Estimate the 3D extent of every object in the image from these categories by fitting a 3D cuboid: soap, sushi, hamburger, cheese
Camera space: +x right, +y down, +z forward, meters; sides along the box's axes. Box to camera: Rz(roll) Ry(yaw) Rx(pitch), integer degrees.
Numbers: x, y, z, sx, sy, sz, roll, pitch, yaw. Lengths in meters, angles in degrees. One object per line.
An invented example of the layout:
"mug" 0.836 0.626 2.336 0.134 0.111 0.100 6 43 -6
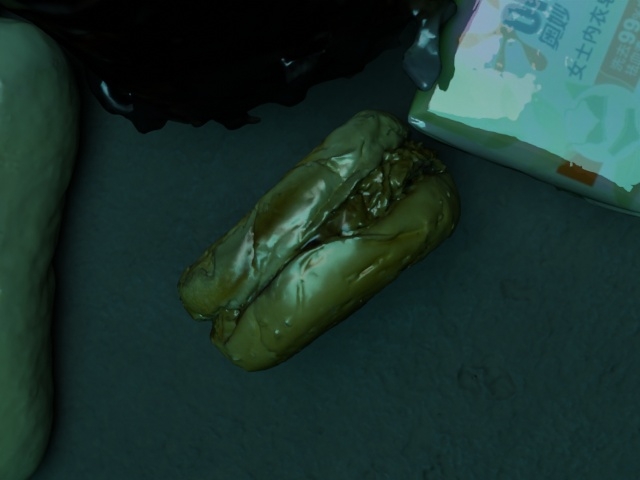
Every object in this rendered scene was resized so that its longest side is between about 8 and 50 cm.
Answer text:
"soap" 0.177 -0.136 0.819 0.182 0.138 0.199 23 100 7
"sushi" -0.075 -0.231 0.699 0.299 0.294 0.281 -14 70 12
"hamburger" 0.000 0.000 0.834 0.213 0.214 0.108 -37 89 11
"cheese" -0.283 0.035 0.921 0.351 0.129 0.328 -31 94 12
